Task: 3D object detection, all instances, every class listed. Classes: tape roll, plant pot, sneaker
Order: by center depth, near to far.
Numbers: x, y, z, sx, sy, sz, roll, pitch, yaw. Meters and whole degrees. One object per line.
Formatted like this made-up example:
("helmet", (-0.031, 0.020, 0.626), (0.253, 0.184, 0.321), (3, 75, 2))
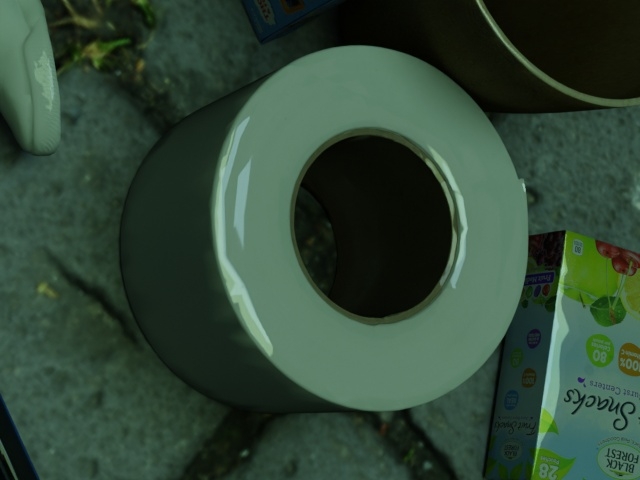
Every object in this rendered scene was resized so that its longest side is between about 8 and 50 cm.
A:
("sneaker", (-0.237, -0.151, 0.917), (0.094, 0.080, 0.212), (-16, 84, -18))
("tape roll", (0.000, 0.000, 0.962), (0.246, 0.169, 0.246), (4, 81, -29))
("plant pot", (0.126, -0.188, 1.007), (0.237, 0.254, 0.237), (5, 80, -28))

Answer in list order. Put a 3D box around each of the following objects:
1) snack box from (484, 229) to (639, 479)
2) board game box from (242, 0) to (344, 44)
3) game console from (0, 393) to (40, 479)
("snack box", (0.238, 0.113, 1.132), (0.174, 0.070, 0.207), (15, 78, -27))
("board game box", (-0.021, -0.239, 0.957), (0.039, 0.211, 0.160), (-26, 96, -25))
("game console", (-0.301, 0.179, 0.780), (0.173, 0.250, 0.293), (-32, 100, -55))
